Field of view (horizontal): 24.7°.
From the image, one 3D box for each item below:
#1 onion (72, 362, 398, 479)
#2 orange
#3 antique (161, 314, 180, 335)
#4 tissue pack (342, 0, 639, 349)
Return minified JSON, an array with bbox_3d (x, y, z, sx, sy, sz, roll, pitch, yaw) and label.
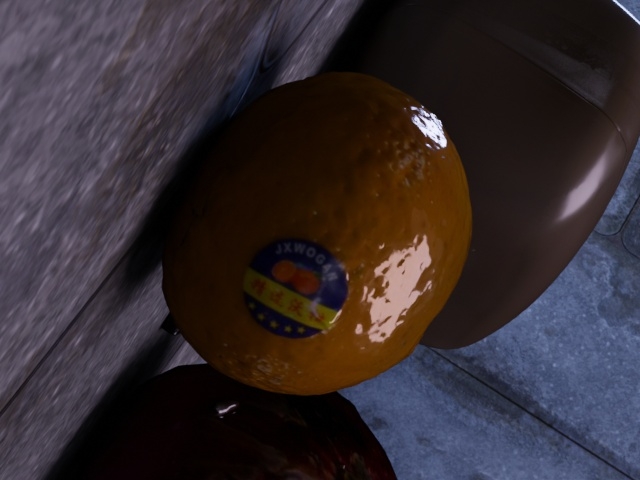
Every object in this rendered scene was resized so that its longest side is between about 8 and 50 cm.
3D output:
[{"bbox_3d":[-0.110,0.280,1.275,0.385,0.348,0.348,-20,-163,30],"label":"onion"},{"bbox_3d":[-0.001,-0.002,0.965,0.219,0.193,0.219,-62,-168,23],"label":"orange"},{"bbox_3d":[-0.109,0.061,1.308,0.031,0.015,0.192,-58,176,6],"label":"antique"},{"bbox_3d":[0.125,-0.065,1.344,0.277,0.267,0.387,-59,179,-27],"label":"tissue pack"}]
